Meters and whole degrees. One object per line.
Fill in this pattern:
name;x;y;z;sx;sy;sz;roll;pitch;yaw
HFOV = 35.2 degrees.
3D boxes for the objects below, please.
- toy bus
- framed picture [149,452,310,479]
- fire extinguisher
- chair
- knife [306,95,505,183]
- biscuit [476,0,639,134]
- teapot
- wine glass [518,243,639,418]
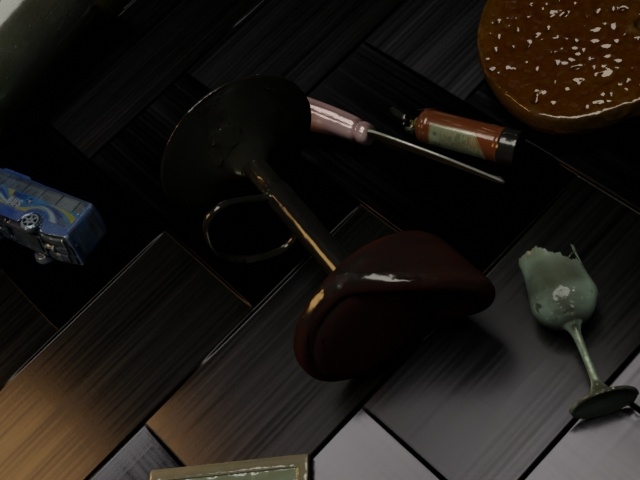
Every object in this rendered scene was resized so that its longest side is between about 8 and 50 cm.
toy bus;-0.421;-0.037;1.458;0.237;0.079;0.094;20;53;28
framed picture;-0.106;0.384;1.132;0.209;0.019;0.281;-11;58;13
fire extinguisher;0.177;-0.142;1.320;0.177;0.062;0.050;18;80;25
chair;0.000;0.000;1.199;0.226;0.226;0.401;-39;56;-6
knife;0.087;-0.138;1.335;0.336;0.081;0.043;20;91;27
biscuit;0.404;-0.277;1.316;0.394;0.070;0.350;-23;58;6
teapot;-0.509;-0.318;1.579;0.270;0.200;0.337;30;76;30
wine glass;0.284;0.096;1.132;0.079;0.079;0.195;-19;58;7
